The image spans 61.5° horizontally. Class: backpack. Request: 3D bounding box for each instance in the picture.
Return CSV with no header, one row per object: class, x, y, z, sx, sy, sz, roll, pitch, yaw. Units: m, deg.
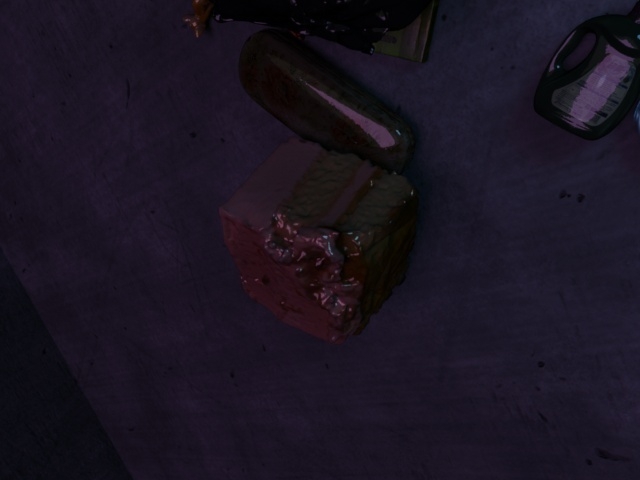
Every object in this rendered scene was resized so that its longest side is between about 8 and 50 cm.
backpack,0.009,-0.468,0.859,0.446,0.363,0.255,17,152,34

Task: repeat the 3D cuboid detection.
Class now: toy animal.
toy animal,-0.276,-0.503,1.197,0.060,0.081,0.083,39,109,9

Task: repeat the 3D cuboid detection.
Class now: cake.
cake,0.000,0.000,1.066,0.307,0.293,0.314,26,143,21

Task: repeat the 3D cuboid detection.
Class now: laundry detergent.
laundry detergent,0.433,-0.276,0.825,0.144,0.078,0.221,38,129,25

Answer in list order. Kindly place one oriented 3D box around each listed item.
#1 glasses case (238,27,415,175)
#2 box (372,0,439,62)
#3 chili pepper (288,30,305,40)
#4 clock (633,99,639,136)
glasses case,0.005,-0.272,1.102,0.425,0.098,0.156,39,136,12
box,0.118,-0.413,1.000,0.193,0.030,0.121,22,123,23
chili pepper,-0.178,-0.513,1.088,0.368,0.092,0.137,21,81,19
clock,0.535,-0.198,0.816,0.108,0.045,0.147,-23,98,39
